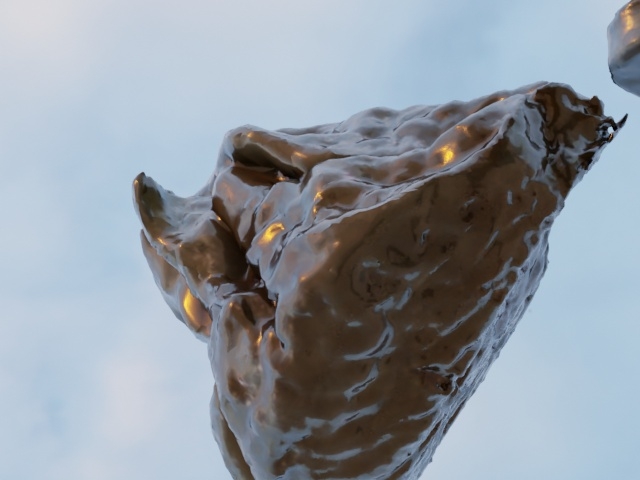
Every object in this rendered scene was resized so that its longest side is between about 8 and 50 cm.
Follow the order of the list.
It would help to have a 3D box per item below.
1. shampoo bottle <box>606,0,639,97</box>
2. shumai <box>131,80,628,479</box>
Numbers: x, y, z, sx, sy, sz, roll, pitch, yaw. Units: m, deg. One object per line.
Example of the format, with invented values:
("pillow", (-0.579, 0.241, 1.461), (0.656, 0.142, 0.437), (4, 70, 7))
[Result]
("shampoo bottle", (0.127, -0.195, 0.722), (0.098, 0.071, 0.310), (20, -124, -29))
("shumai", (-0.002, 0.003, 0.828), (0.185, 0.184, 0.218), (32, -46, 12))
